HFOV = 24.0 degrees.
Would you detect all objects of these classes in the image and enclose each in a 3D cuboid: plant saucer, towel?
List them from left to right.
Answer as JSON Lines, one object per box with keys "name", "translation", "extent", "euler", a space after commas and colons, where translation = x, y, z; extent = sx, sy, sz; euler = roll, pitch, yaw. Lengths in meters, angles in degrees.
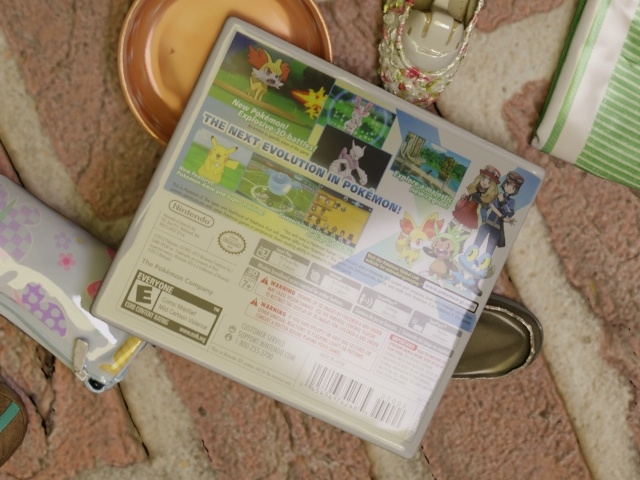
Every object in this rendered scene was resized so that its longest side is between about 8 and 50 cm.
{"name": "plant saucer", "translation": [-0.088, -0.169, 1.401], "extent": [0.200, 0.037, 0.200], "euler": [0, 107, -2]}
{"name": "towel", "translation": [0.386, -0.150, 1.432], "extent": [0.324, 0.038, 0.248], "euler": [15, 107, -9]}

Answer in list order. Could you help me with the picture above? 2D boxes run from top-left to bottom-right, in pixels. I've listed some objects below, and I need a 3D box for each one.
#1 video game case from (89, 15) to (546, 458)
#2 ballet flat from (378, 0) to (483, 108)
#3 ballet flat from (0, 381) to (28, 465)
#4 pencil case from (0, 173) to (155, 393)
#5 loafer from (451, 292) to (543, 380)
{"name": "video game case", "translation": [0.000, 0.000, 1.378], "extent": [0.329, 0.036, 0.300], "euler": [25, 89, -8]}
{"name": "ballet flat", "translation": [0.113, -0.228, 1.372], "extent": [0.091, 0.077, 0.241], "euler": [16, 106, -8]}
{"name": "ballet flat", "translation": [-0.426, 0.267, 1.471], "extent": [0.342, 0.124, 0.116], "euler": [-37, 105, 8]}
{"name": "pencil case", "translation": [-0.277, 0.028, 1.408], "extent": [0.273, 0.113, 0.124], "euler": [37, 63, -11]}
{"name": "loafer", "translation": [0.095, 0.100, 1.463], "extent": [0.251, 0.087, 0.094], "euler": [3, 107, -3]}
